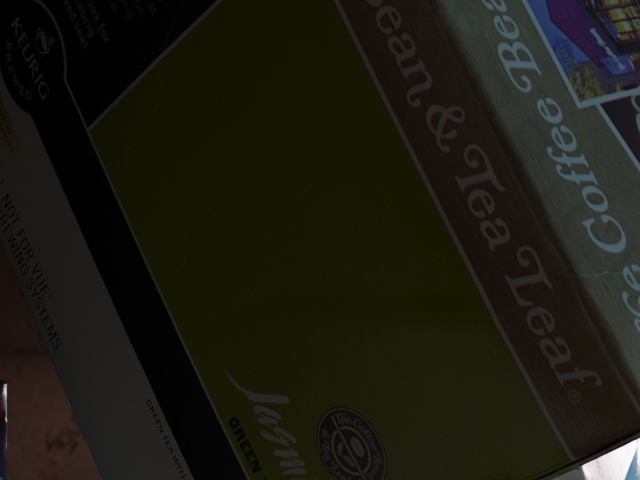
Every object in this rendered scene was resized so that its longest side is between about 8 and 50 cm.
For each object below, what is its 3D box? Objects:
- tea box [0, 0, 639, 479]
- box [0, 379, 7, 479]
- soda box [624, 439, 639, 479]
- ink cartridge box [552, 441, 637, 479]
[{"bbox_3d":[0.024,-0.036,0.689,0.220,0.323,0.329,-16,77,-43],"label":"tea box"},{"bbox_3d":[-0.216,0.185,0.682,0.159,0.044,0.233,2,87,-59],"label":"box"},{"bbox_3d":[0.284,0.252,1.477,0.067,0.071,0.210,49,49,-46],"label":"soda box"},{"bbox_3d":[0.226,0.206,1.367,0.143,0.090,0.092,-56,135,-44],"label":"ink cartridge box"}]
